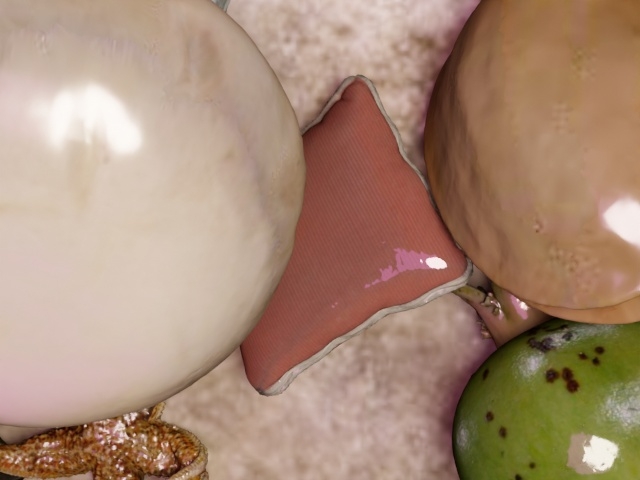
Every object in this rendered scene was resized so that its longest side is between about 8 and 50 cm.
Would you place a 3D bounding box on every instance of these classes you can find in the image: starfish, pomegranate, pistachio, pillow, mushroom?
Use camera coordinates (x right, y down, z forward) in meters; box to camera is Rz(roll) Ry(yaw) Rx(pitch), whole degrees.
[{"bbox_3d":[-0.175,0.136,0.912,0.146,0.074,0.190,-29,85,-2],"label":"starfish"},{"bbox_3d":[0.163,0.103,0.823,0.181,0.181,0.224,-25,57,9],"label":"pomegranate"},{"bbox_3d":[0.157,-0.067,0.792,0.212,0.163,0.261,-15,49,39],"label":"pistachio"},{"bbox_3d":[0.000,0.000,0.878,0.179,0.075,0.171,-34,64,17],"label":"pillow"},{"bbox_3d":[-0.195,-0.042,0.774,0.356,0.315,0.315,27,95,14],"label":"mushroom"}]

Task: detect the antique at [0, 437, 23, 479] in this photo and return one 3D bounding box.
[{"bbox_3d":[-0.290,0.173,0.862,0.081,0.221,0.080,-41,85,6],"label":"antique"}]

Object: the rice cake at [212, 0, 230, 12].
[{"bbox_3d":[-0.083,-0.214,0.906,0.069,0.063,0.207,22,94,7],"label":"rice cake"}]
